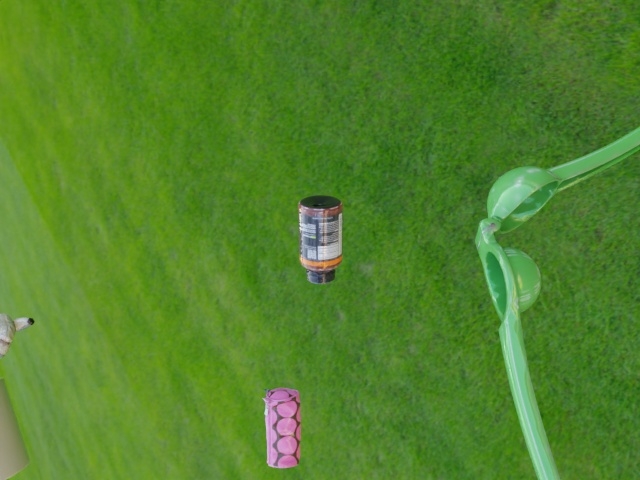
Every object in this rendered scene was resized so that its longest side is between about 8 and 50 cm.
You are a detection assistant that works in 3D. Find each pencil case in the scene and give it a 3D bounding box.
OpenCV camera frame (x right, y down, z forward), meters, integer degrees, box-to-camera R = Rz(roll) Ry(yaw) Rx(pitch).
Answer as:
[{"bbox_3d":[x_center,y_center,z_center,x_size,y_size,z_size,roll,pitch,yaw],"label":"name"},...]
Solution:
[{"bbox_3d":[-0.102,0.492,1.498,0.095,0.098,0.209,5,101,40],"label":"pencil case"}]

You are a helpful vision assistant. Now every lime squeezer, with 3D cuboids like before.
[{"bbox_3d":[0.160,0.015,0.408,0.110,0.310,0.059,28,158,1],"label":"lime squeezer"}]

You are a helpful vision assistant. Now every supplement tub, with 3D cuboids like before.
[{"bbox_3d":[0.000,0.000,1.347,0.106,0.106,0.197,25,123,44],"label":"supplement tub"}]

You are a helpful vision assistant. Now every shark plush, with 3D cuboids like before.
[{"bbox_3d":[-0.502,0.139,0.847,0.161,0.073,0.067,-3,69,29],"label":"shark plush"}]

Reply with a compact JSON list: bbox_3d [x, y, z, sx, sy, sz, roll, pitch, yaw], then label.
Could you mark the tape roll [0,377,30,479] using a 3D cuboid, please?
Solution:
[{"bbox_3d":[-0.662,0.362,1.001,0.246,0.246,0.169,-21,87,50],"label":"tape roll"}]
